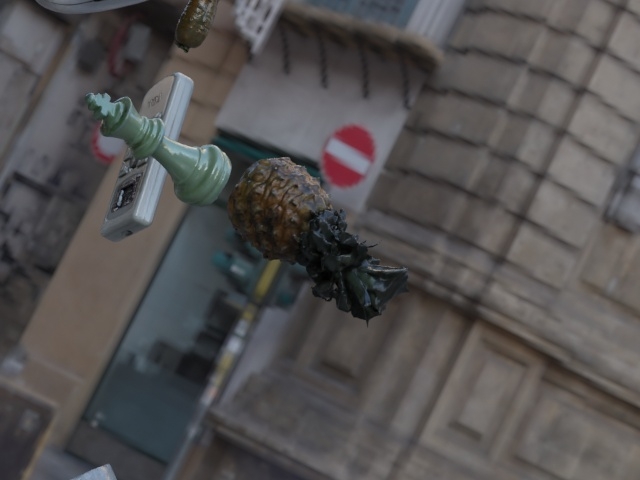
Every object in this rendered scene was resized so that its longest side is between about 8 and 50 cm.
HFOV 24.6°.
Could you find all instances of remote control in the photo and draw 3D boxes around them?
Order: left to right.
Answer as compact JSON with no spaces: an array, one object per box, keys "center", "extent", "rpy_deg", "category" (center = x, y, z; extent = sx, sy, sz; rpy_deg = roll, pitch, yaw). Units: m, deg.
[{"center":[-0.186,-0.093,1.585],"extent":[0.029,0.190,0.087],"rpy_deg":[27,-26,-26],"category":"remote control"}]

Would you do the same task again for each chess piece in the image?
[{"center":[-0.149,-0.085,1.281],"extent":[0.149,0.059,0.059],"rpy_deg":[33,-9,-36],"category":"chess piece"}]

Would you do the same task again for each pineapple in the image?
[{"center":[0.000,0.001,1.824],"extent":[0.248,0.128,0.128],"rpy_deg":[39,-1,26],"category":"pineapple"}]

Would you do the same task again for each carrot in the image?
[{"center":[-0.143,-0.384,2.095],"extent":[0.049,0.254,0.049],"rpy_deg":[24,-7,3],"category":"carrot"}]

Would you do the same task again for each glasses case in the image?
[{"center":[-0.266,-0.319,1.818],"extent":[0.197,0.049,0.076],"rpy_deg":[-21,42,-40],"category":"glasses case"}]

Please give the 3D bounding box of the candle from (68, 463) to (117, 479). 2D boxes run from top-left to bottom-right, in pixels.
[{"center":[-0.276,0.284,1.440],"extent":[0.168,0.192,0.068],"rpy_deg":[107,-41,-80],"category":"candle"}]
